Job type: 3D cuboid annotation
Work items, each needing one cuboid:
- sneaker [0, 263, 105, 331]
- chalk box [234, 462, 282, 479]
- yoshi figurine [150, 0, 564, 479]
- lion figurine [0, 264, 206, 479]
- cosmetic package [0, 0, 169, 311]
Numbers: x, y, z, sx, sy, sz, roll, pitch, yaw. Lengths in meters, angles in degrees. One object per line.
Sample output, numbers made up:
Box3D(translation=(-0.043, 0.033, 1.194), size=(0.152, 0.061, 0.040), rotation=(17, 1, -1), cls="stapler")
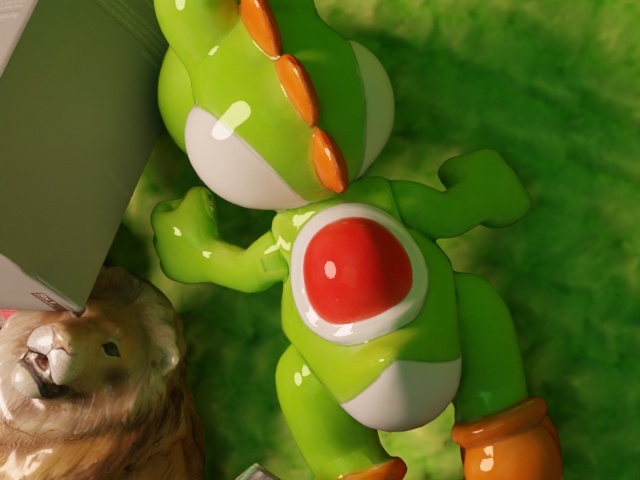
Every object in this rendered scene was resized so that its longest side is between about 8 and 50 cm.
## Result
Box3D(translation=(-0.257, 0.109, 0.935), size=(0.116, 0.136, 0.314), rotation=(40, 105, 15), cls="sneaker")
Box3D(translation=(-0.022, 0.225, 0.744), size=(0.213, 0.132, 0.132), rotation=(26, 58, 40), cls="chalk box")
Box3D(translation=(0.006, -0.007, 0.818), size=(0.203, 0.203, 0.362), rotation=(-15, 101, 44), cls="yoshi figurine")
Box3D(translation=(-0.095, 0.220, 0.877), size=(0.240, 0.142, 0.392), rotation=(-42, 97, -10), cls="lion figurine")
Box3D(translation=(-0.171, -0.085, 0.837), size=(0.107, 0.127, 0.238), rotation=(2, 58, 41), cls="cosmetic package")
